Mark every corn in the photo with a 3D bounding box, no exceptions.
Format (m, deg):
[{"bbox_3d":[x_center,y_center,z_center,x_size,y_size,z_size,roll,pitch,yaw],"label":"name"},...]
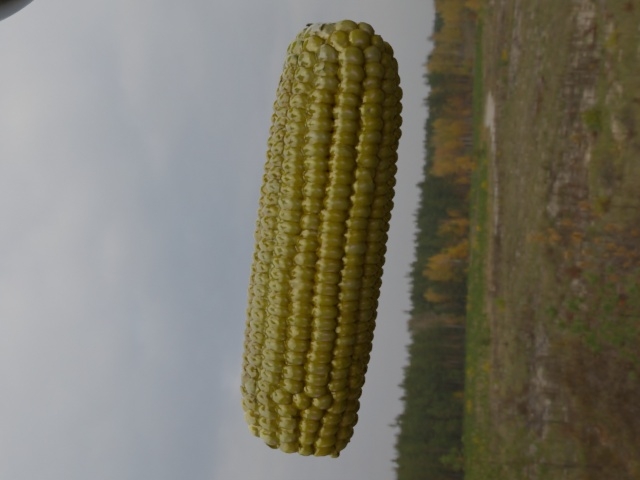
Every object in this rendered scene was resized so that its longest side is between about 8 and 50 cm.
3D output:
[{"bbox_3d":[0.000,0.000,0.410,0.081,0.081,0.248,-35,-47,-78],"label":"corn"}]

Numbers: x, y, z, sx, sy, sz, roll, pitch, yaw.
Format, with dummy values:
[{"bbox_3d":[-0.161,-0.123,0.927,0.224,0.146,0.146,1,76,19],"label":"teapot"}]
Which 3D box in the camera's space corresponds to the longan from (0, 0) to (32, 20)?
[{"bbox_3d":[-0.289,-0.280,0.517,0.248,0.248,0.248,4,-90,-81],"label":"longan"}]
